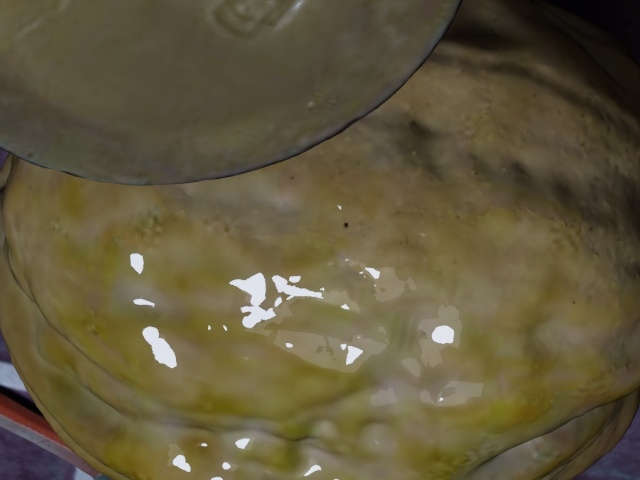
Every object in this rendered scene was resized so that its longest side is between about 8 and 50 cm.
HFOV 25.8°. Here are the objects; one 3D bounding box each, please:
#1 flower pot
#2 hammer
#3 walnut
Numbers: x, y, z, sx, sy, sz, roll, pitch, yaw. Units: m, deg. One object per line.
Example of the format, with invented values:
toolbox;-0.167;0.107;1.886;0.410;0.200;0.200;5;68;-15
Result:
flower pot;-0.068;-0.177;0.509;0.266;0.267;0.267;-11;141;-9
hammer;-0.242;0.114;0.995;0.287;0.033;0.111;31;129;-18
walnut;-0.001;0.004;0.698;0.343;0.306;0.306;9;132;9
